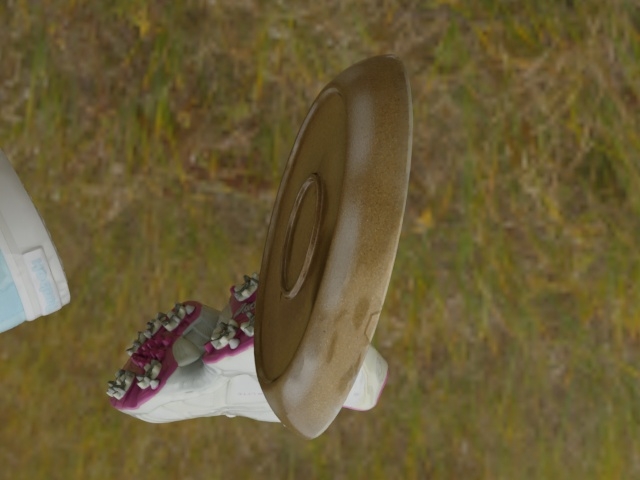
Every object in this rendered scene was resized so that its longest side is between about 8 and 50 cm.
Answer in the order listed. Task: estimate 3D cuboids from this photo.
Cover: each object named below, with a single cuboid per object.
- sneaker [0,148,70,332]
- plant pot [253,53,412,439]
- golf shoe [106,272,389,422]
[{"bbox_3d":[-0.324,-0.041,1.172,0.150,0.366,0.135,-23,126,-19],"label":"sneaker"},{"bbox_3d":[0.000,0.000,0.923,0.032,0.236,0.236,12,152,-14],"label":"plant pot"},{"bbox_3d":[-0.067,0.114,1.274,0.140,0.115,0.306,39,148,-21],"label":"golf shoe"}]
